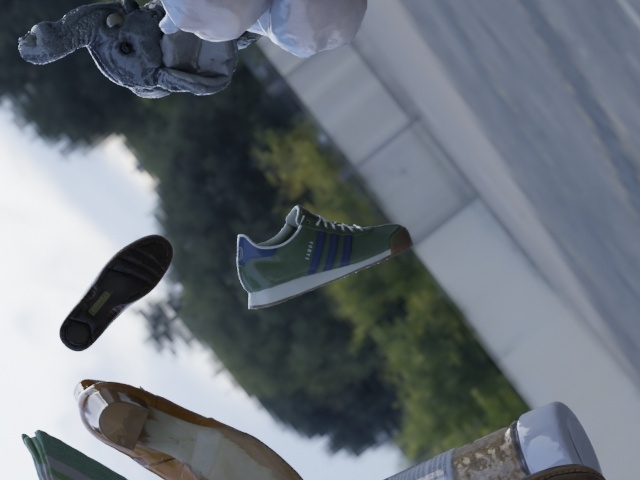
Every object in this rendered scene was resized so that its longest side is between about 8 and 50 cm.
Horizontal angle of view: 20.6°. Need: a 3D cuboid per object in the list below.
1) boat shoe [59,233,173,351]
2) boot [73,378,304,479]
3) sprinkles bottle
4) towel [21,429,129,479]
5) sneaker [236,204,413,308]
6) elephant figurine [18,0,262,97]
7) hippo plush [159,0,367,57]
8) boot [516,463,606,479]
[{"bbox_3d":[-0.269,0.064,2.301,0.068,0.190,0.072,48,176,-4],"label":"boat shoe"},{"bbox_3d":[-0.156,0.245,2.120,0.295,0.104,0.211,29,178,-13],"label":"boot"},{"bbox_3d":[0.134,0.300,1.965,0.121,0.355,0.121,52,-158,-31],"label":"sprinkles bottle"},{"bbox_3d":[-0.297,0.426,2.408,0.248,0.038,0.325,40,-160,-48],"label":"towel"},{"bbox_3d":[0.000,0.000,1.835,0.086,0.192,0.064,70,162,-5],"label":"sneaker"},{"bbox_3d":[-0.161,-0.212,1.819,0.186,0.239,0.169,33,166,11],"label":"elephant figurine"},{"bbox_3d":[-0.071,-0.221,1.329,0.294,0.234,0.236,15,159,-7],"label":"hippo plush"},{"bbox_3d":[0.176,0.310,1.649,0.115,0.305,0.112,-4,112,62],"label":"boot"}]
